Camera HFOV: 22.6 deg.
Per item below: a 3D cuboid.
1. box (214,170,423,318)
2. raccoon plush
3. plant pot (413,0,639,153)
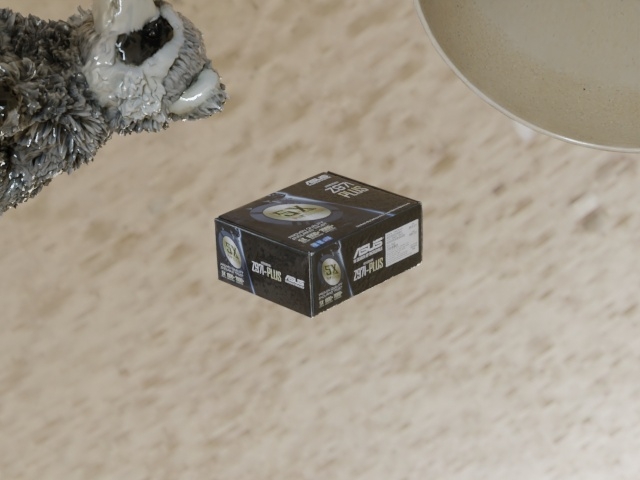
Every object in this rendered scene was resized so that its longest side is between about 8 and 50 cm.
[{"bbox_3d":[0.000,0.000,1.746,0.180,0.147,0.077,-24,122,-40],"label":"box"},{"bbox_3d":[-0.298,-0.114,1.772,0.299,0.216,0.446,2,146,-28],"label":"raccoon plush"},{"bbox_3d":[0.222,-0.228,1.109,0.284,0.284,0.191,117,-2,-49],"label":"plant pot"}]
